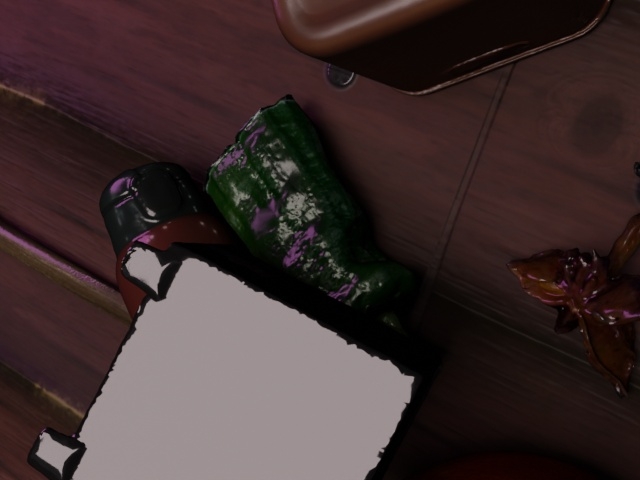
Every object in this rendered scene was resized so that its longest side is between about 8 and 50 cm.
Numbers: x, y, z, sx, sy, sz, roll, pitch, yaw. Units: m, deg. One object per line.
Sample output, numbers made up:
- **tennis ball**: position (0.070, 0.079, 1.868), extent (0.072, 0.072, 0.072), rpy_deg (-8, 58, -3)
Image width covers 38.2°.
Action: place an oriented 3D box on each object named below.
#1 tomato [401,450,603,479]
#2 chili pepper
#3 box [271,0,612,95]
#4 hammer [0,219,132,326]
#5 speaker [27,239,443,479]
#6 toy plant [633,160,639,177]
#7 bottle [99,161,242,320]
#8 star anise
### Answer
- **tomato**: position (0.162, 0.338, 0.751), extent (0.289, 0.293, 0.325), rpy_deg (-19, 79, 13)
- **chili pepper**: position (0.000, 0.000, 0.911), extent (0.136, 0.099, 0.270), rpy_deg (-39, 73, 4)
- **box**: position (0.077, -0.318, 0.775), extent (0.239, 0.229, 0.340), rpy_deg (-16, 86, 28)
- **hammer**: position (-0.340, 0.021, 1.136), extent (0.365, 0.043, 0.111), rpy_deg (27, 104, 22)
- **speaker**: position (-0.064, 0.147, 0.774), extent (0.254, 0.184, 0.232), rpy_deg (27, 93, 12)
- **toy plant**: position (0.385, 0.063, 0.654), extent (0.247, 0.247, 0.332), rpy_deg (-17, 92, 28)
- **bottle**: position (-0.127, 0.078, 0.963), extent (0.144, 0.144, 0.336), rpy_deg (-34, 76, 26)
- **star anise**: position (0.260, 0.027, 0.805), extent (0.158, 0.144, 0.140), rpy_deg (48, 158, 25)
